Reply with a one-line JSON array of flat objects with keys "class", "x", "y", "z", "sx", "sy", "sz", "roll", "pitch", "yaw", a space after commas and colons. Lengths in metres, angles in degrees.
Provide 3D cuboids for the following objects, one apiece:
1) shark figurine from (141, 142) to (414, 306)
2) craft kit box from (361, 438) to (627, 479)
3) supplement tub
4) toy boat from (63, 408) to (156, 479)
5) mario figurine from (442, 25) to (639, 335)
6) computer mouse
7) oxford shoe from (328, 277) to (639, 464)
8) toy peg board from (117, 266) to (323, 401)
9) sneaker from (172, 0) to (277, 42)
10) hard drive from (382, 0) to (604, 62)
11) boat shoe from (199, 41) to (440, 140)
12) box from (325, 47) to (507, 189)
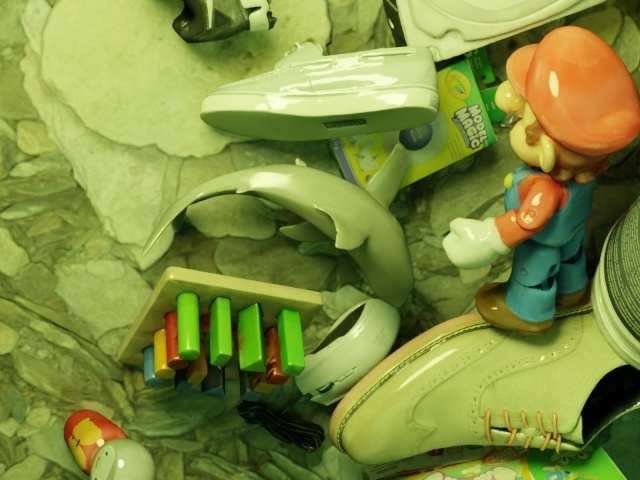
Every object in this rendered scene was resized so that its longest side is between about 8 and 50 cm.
[{"class": "shark figurine", "x": -0.016, "y": -0.020, "z": 1.542, "sx": 0.278, "sy": 0.116, "sz": 0.166, "roll": 15, "pitch": 120, "yaw": -15}, {"class": "craft kit box", "x": 0.196, "y": 0.287, "z": 1.720, "sx": 0.250, "sy": 0.246, "sz": 0.061, "roll": -18, "pitch": 122, "yaw": -8}, {"class": "supplement tub", "x": 0.381, "y": 0.017, "z": 1.567, "sx": 0.191, "sy": 0.191, "sz": 0.272, "roll": -9, "pitch": 161, "yaw": -13}, {"class": "toy boat", "x": -0.179, "y": 0.322, "z": 1.663, "sx": 0.267, "sy": 0.148, "sz": 0.318, "roll": -27, "pitch": 118, "yaw": -19}, {"class": "mario figurine", "x": 0.210, "y": -0.074, "z": 1.600, "sx": 0.170, "sy": 0.198, "sz": 0.320, "roll": 5, "pitch": 129, "yaw": 0}, {"class": "computer mouse", "x": 0.011, "y": 0.140, "z": 1.705, "sx": 0.106, "sy": 0.042, "sz": 0.193, "roll": 37, "pitch": 101, "yaw": -28}, {"class": "oxford shoe", "x": 0.205, "y": 0.158, "z": 1.699, "sx": 0.397, "sy": 0.146, "sz": 0.140, "roll": -22, "pitch": 140, "yaw": -4}, {"class": "toy peg board", "x": -0.099, "y": 0.112, "z": 1.595, "sx": 0.161, "sy": 0.079, "sz": 0.160, "roll": 11, "pitch": 142, "yaw": -22}, {"class": "sneaker", "x": -0.121, "y": -0.270, "z": 1.428, "sx": 0.106, "sy": 0.078, "sz": 0.234, "roll": -24, "pitch": 123, "yaw": -7}, {"class": "hard drive", "x": 0.147, "y": -0.347, "z": 1.481, "sx": 0.237, "sy": 0.064, "sz": 0.339, "roll": -20, "pitch": 120, "yaw": -7}, {"class": "boat shoe", "x": 0.000, "y": -0.144, "z": 1.524, "sx": 0.227, "sy": 0.081, "sz": 0.079, "roll": -2, "pitch": 161, "yaw": 12}, {"class": "box", "x": 0.096, "y": -0.116, "z": 1.597, "sx": 0.179, "sy": 0.043, "sz": 0.105, "roll": -28, "pitch": 122, "yaw": -4}]
